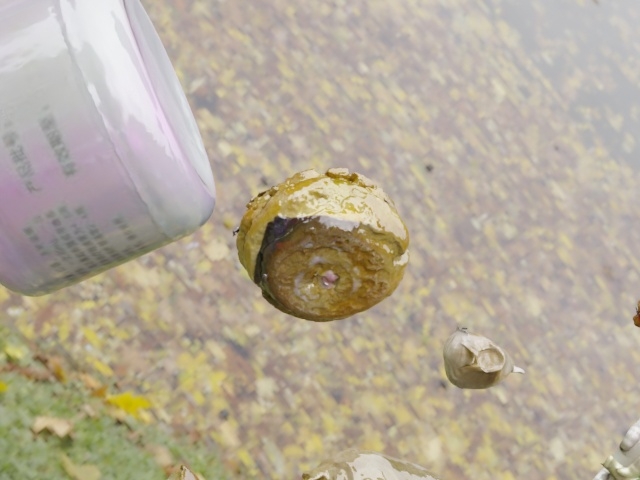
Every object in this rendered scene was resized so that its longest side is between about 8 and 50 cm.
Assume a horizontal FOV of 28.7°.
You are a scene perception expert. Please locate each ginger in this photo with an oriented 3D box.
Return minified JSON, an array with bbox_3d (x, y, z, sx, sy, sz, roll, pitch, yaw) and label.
[{"bbox_3d":[0.075,0.303,1.328,0.267,0.152,0.138,37,51,-50],"label":"ginger"}]

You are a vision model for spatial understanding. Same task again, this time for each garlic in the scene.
[{"bbox_3d":[0.190,0.153,1.513,0.084,0.066,0.152,22,-8,21],"label":"garlic"}]

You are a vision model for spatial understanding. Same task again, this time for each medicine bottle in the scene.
[{"bbox_3d":[-0.279,-0.072,1.100,0.256,0.324,0.256,-23,90,-86],"label":"medicine bottle"}]

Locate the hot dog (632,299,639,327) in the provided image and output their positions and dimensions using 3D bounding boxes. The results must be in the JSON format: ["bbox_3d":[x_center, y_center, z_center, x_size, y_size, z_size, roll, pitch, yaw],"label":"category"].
[{"bbox_3d":[0.407,0.071,1.336,0.062,0.144,0.038,-21,101,-76],"label":"hot dog"}]

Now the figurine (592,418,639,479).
[{"bbox_3d":[0.216,0.168,0.687,0.146,0.081,0.098,39,31,21],"label":"figurine"}]

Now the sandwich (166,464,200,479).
[{"bbox_3d":[-0.144,0.366,1.024,0.262,0.325,0.131,48,25,-17],"label":"sandwich"}]

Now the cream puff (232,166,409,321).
[{"bbox_3d":[0.000,0.000,1.338,0.189,0.189,0.129,33,30,-27],"label":"cream puff"}]
